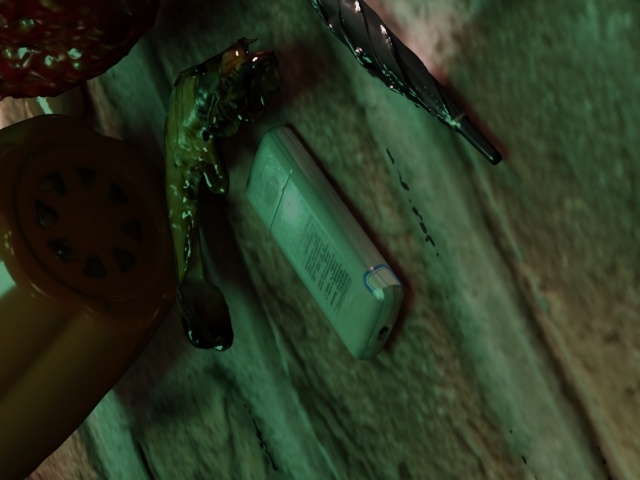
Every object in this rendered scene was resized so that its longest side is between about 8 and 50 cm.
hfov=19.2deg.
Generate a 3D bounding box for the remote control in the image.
[{"bbox_3d":[0.000,0.000,0.917,0.124,0.018,0.053,54,142,34],"label":"remote control"}]

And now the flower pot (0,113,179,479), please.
[{"bbox_3d":[-0.169,0.025,1.056,0.173,0.191,0.190,-33,73,41],"label":"flower pot"}]

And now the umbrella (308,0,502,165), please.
[{"bbox_3d":[-0.005,-0.121,0.865,0.269,0.044,0.044,47,165,35],"label":"umbrella"}]

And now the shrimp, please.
[{"bbox_3d":[-0.050,-0.021,0.929,0.195,0.035,0.147,156,116,-72],"label":"shrimp"}]

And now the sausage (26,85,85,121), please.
[{"bbox_3d":[-0.162,-0.102,1.111,0.034,0.034,0.083,-29,78,56],"label":"sausage"}]

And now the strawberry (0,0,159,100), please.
[{"bbox_3d":[-0.185,-0.203,0.944,0.288,0.250,0.238,35,96,30],"label":"strawberry"}]
